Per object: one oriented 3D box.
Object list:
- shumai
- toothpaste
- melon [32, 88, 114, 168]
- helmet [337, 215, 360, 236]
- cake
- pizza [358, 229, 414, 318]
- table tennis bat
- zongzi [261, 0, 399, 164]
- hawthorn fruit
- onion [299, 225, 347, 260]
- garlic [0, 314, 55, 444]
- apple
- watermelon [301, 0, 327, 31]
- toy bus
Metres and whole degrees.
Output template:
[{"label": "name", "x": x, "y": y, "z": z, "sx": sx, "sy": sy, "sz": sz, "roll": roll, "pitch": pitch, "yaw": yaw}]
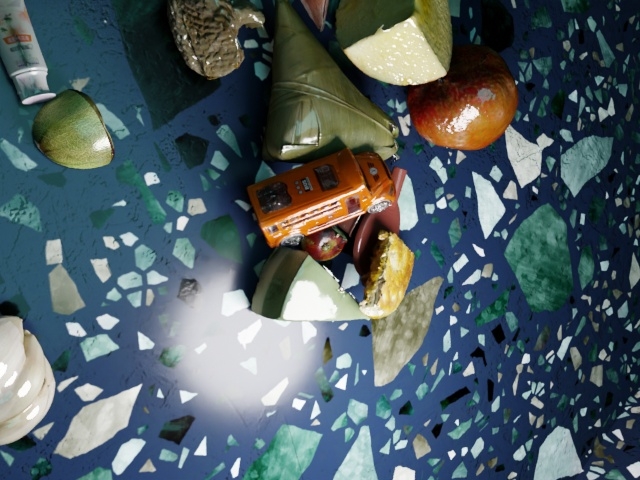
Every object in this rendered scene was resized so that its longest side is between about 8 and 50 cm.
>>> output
[{"label": "shumai", "x": -0.218, "y": -0.466, "z": 1.111, "sx": 0.175, "sy": 0.167, "sz": 0.205, "roll": -49, "pitch": 133, "yaw": -49}, {"label": "toothpaste", "x": -0.570, "y": -0.413, "z": 0.929, "sx": 0.100, "sy": 0.066, "sz": 0.322, "roll": -24, "pitch": 101, "yaw": -29}, {"label": "melon", "x": -0.477, "y": -0.205, "z": 0.992, "sx": 0.128, "sy": 0.079, "sz": 0.160, "roll": -35, "pitch": 112, "yaw": -27}, {"label": "helmet", "x": 0.078, "y": -0.106, "z": 1.331, "sx": 0.106, "sy": 0.155, "sz": 0.175, "roll": 33, "pitch": 43, "yaw": 6}, {"label": "cake", "x": -0.028, "y": 0.168, "z": 1.271, "sx": 0.283, "sy": 0.158, "sz": 0.172, "roll": 44, "pitch": 72, "yaw": -31}, {"label": "pizza", "x": 0.169, "y": 0.074, "z": 1.342, "sx": 0.335, "sy": 0.086, "sz": 0.225, "roll": -41, "pitch": 127, "yaw": -55}, {"label": "table tennis bat", "x": 0.170, "y": -0.046, "z": 1.393, "sx": 0.200, "sy": 0.038, "sz": 0.309, "roll": 13, "pitch": 95, "yaw": -56}, {"label": "zongzi", "x": 0.069, "y": -0.363, "z": 1.273, "sx": 0.448, "sy": 0.181, "sz": 0.417, "roll": -3, "pitch": 95, "yaw": -34}, {"label": "hawthorn fruit", "x": 0.412, "y": -0.375, "z": 1.449, "sx": 0.369, "sy": 0.285, "sz": 0.284, "roll": 22, "pitch": 82, "yaw": -54}, {"label": "onion", "x": 0.000, "y": 0.000, "z": 1.297, "sx": 0.117, "sy": 0.119, "sz": 0.118, "roll": 44, "pitch": 71, "yaw": -23}, {"label": "garlic", "x": -0.581, "y": 0.228, "z": 0.907, "sx": 0.281, "sy": 0.185, "sz": 0.203, "roll": 47, "pitch": 50, "yaw": -25}, {"label": "apple", "x": 0.201, "y": -0.574, "z": 1.287, "sx": 0.315, "sy": 0.252, "sz": 0.308, "roll": 9, "pitch": 62, "yaw": -7}, {"label": "watermelon", "x": 0.009, "y": -0.621, "z": 1.226, "sx": 0.136, "sy": 0.207, "sz": 0.202, "roll": -36, "pitch": 132, "yaw": 3}, {"label": "toy bus", "x": 0.007, "y": -0.111, "z": 1.186, "sx": 0.330, "sy": 0.153, "sz": 0.142, "roll": -20, "pitch": 68, "yaw": -1}]
